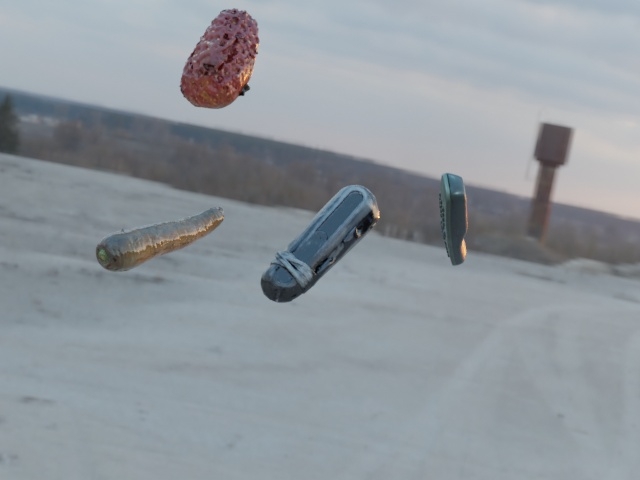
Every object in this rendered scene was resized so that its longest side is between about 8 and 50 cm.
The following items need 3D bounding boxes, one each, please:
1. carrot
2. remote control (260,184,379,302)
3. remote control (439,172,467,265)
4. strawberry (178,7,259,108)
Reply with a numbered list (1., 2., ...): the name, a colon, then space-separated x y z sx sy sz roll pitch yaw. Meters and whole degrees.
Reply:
1. carrot: -0.176 -0.004 1.322 0.047 0.047 0.191 14 23 39
2. remote control: 0.000 0.000 1.924 0.090 0.266 0.066 30 -32 28
3. remote control: 0.218 -0.034 1.893 0.042 0.072 0.222 -7 -32 4
4. strawberry: -0.163 -0.293 1.801 0.121 0.188 0.082 0 -26 28
